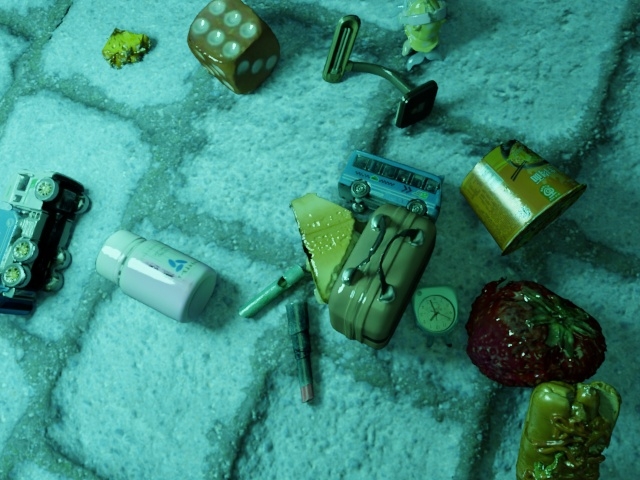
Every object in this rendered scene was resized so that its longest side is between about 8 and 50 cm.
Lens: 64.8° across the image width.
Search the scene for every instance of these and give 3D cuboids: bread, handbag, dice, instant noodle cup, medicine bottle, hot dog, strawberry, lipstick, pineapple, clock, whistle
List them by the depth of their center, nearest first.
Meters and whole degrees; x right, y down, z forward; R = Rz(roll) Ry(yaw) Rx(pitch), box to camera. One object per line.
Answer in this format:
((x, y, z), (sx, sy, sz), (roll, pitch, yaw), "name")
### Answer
((0.478, 0.411, 0.986), (0.158, 0.117, 0.348), (-3, 123, 1), "hot dog")
((0.134, 0.063, 1.077), (0.149, 0.283, 0.301), (26, 71, 20), "handbag")
((0.438, 0.214, 1.079), (0.274, 0.220, 0.274), (11, 37, -8), "strawberry")
((0.441, -0.104, 1.140), (0.230, 0.230, 0.182), (-37, 68, -3), "instant noodle cup")
((-0.010, 0.006, 1.170), (0.211, 0.183, 0.224), (31, 80, 12), "bread")
((0.270, 0.177, 1.178), (0.108, 0.045, 0.147), (-5, 79, 5), "clock")
((-0.047, 0.264, 1.190), (0.054, 0.053, 0.234), (-6, 81, 4), "lipstick")
((-0.392, 0.081, 1.208), (0.255, 0.152, 0.152), (26, 82, 10), "medicine bottle")
((-0.119, 0.126, 1.230), (0.186, 0.039, 0.039), (-38, 78, -2), "whistle")
((-0.221, -0.502, 1.297), (0.175, 0.179, 0.174), (42, 85, 14), "dice")
((-0.538, -0.539, 1.398), (0.137, 0.069, 0.116), (-25, 72, -9), "pineapple")

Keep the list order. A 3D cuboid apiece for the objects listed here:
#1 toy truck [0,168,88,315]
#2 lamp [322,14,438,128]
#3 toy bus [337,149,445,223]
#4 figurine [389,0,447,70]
((-0.731, 0.002, 1.260), (0.175, 0.146, 0.367), (14, 80, 12), "toy truck")
((0.156, -0.424, 1.240), (0.283, 0.203, 0.124), (38, 65, 15), "lamp")
((0.172, -0.121, 1.213), (0.246, 0.113, 0.134), (20, 75, 11), "toy bus")
((0.254, -0.540, 1.267), (0.129, 0.183, 0.208), (-16, 120, 3), "figurine")
